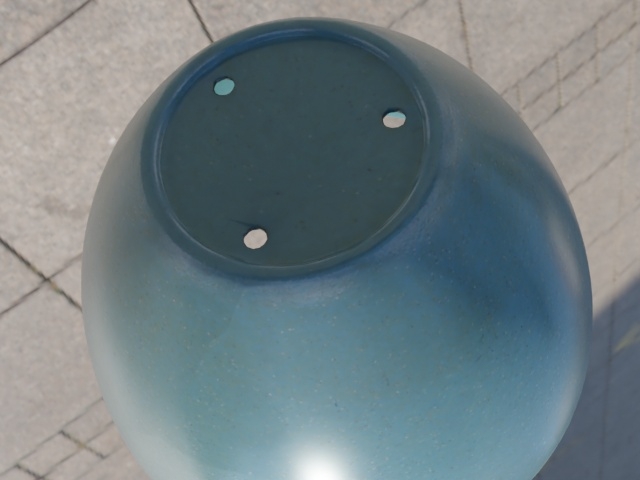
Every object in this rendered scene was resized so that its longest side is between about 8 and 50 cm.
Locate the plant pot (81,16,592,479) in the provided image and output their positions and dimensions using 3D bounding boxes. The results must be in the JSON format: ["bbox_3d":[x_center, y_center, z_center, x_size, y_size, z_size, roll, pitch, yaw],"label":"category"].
[{"bbox_3d":[0.000,0.000,0.512,0.290,0.290,0.195,-35,154,-10],"label":"plant pot"}]
